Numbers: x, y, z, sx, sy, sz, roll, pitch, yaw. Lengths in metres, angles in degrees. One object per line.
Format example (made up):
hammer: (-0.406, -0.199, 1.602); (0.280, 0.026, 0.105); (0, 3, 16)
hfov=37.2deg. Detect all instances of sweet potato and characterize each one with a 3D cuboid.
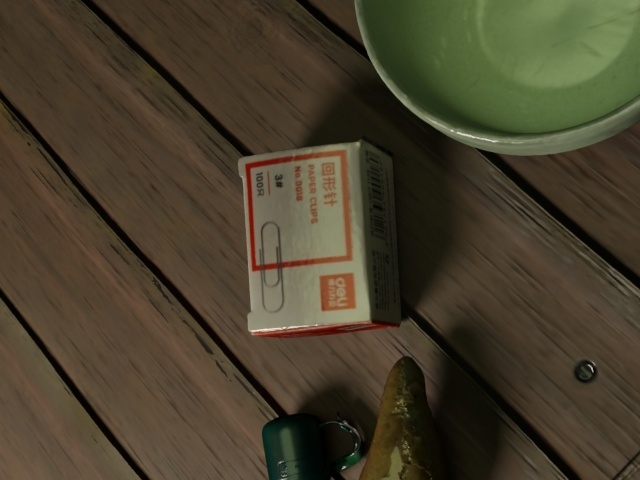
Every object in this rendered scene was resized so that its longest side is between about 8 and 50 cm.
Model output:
sweet potato: (0.038, 0.265, 0.864); (0.124, 0.098, 0.310); (35, 93, 1)

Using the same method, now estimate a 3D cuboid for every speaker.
speaker: (-0.007, 0.205, 0.928); (0.095, 0.060, 0.075); (-8, 76, -12)

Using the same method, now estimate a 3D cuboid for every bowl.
bowl: (0.198, -0.216, 0.826); (0.307, 0.163, 0.307); (-4, 80, 24)

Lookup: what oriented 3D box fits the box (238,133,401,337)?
box: (0.000, 0.000, 0.923); (0.133, 0.099, 0.182); (-6, 80, 23)
